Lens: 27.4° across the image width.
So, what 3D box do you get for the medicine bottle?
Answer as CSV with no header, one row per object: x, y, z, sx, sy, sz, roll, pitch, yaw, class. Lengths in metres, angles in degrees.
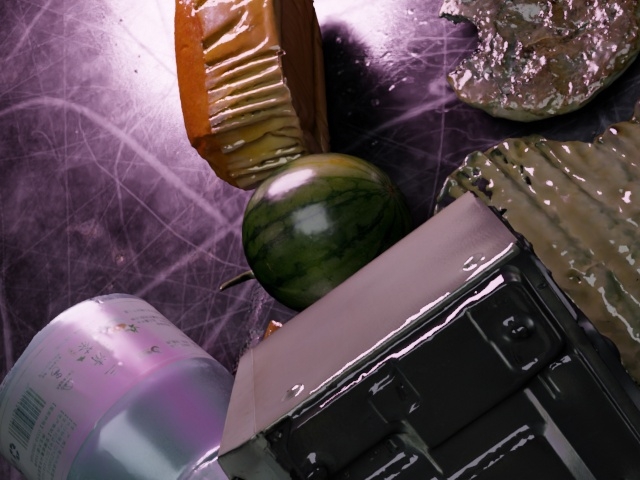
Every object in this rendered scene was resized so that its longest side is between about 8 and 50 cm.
-0.182,0.233,1.450,0.290,0.245,0.245,36,90,28,medicine bottle

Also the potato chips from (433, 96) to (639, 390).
0.316,0.017,1.372,0.373,0.097,0.389,-17,64,11,potato chips

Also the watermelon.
0.000,0.000,1.476,0.215,0.188,0.188,-34,60,29,watermelon

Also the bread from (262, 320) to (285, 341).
-0.032,0.147,1.524,0.090,0.035,0.094,15,79,28,bread

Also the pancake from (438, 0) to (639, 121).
0.256,-0.246,1.519,0.254,0.037,0.253,-9,64,19,pancake

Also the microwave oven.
0.145,0.215,1.173,0.333,0.247,0.394,-36,104,7,microwave oven

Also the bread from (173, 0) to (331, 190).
-0.086,-0.205,1.577,0.156,0.204,0.288,-14,71,16,bread
